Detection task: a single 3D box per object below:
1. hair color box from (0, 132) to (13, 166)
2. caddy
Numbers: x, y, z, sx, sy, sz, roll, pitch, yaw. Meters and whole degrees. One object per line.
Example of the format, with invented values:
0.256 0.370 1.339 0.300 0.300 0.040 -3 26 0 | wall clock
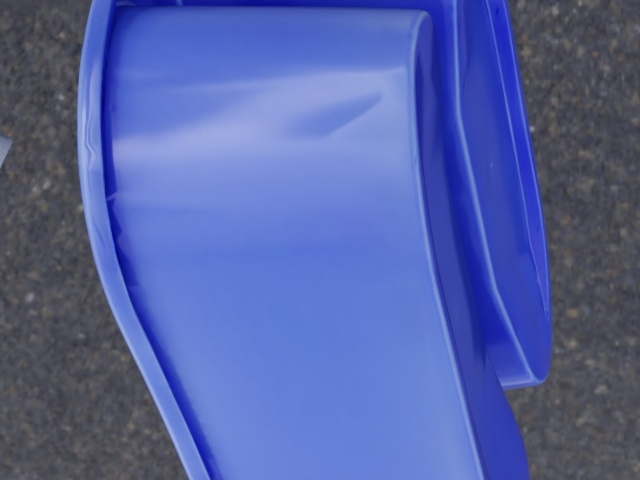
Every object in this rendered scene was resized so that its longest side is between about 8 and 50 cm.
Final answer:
-0.401 -0.042 0.926 0.113 0.374 0.185 26 91 5 | hair color box
0.000 0.000 0.549 0.179 0.241 0.341 -3 125 19 | caddy
